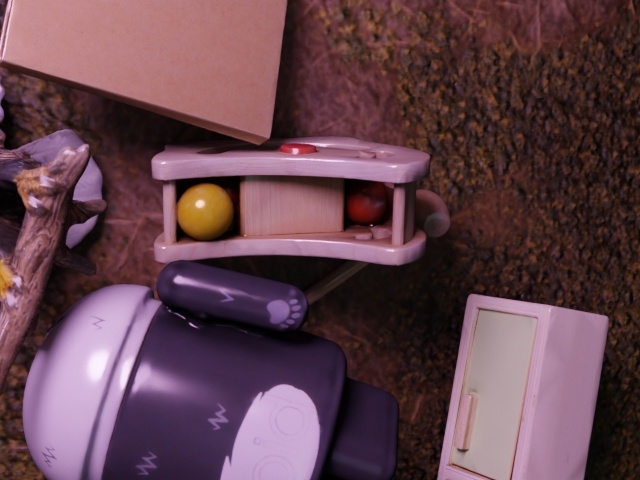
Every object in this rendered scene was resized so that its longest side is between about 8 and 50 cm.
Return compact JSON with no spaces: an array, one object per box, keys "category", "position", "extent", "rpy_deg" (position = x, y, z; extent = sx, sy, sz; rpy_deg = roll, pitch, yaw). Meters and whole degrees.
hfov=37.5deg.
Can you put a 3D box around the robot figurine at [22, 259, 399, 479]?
[{"category":"robot figurine","position":[-0.083,0.135,0.720],"extent":[0.278,0.173,0.209],"rpy_deg":[17,78,-2]}]

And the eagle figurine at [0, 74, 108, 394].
[{"category":"eagle figurine","position":[-0.300,-0.055,0.626],"extent":[0.298,0.225,0.226],"rpy_deg":[22,52,7]}]

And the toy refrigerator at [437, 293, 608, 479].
[{"category":"toy refrigerator","position":[0.173,0.190,0.857],"extent":[0.094,0.102,0.269],"rpy_deg":[11,88,-36]}]

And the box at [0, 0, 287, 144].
[{"category":"box","position":[-0.118,-0.172,0.677],"extent":[0.201,0.021,0.164],"rpy_deg":[14,75,-31]}]

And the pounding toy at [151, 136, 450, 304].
[{"category":"pounding toy","position":[0.000,0.000,0.749],"extent":[0.270,0.154,0.154],"rpy_deg":[-4,105,-20]}]
